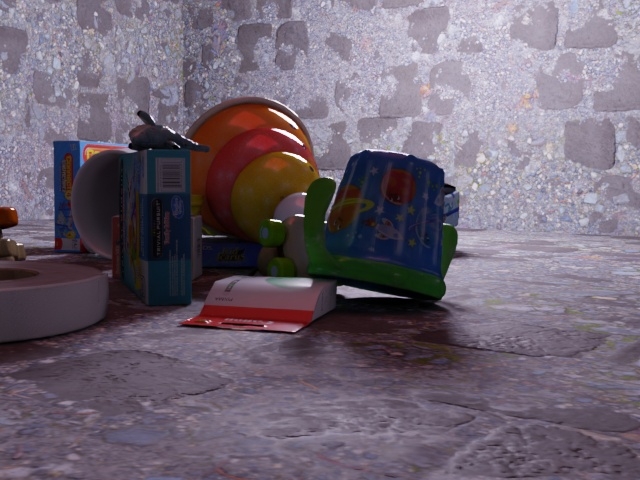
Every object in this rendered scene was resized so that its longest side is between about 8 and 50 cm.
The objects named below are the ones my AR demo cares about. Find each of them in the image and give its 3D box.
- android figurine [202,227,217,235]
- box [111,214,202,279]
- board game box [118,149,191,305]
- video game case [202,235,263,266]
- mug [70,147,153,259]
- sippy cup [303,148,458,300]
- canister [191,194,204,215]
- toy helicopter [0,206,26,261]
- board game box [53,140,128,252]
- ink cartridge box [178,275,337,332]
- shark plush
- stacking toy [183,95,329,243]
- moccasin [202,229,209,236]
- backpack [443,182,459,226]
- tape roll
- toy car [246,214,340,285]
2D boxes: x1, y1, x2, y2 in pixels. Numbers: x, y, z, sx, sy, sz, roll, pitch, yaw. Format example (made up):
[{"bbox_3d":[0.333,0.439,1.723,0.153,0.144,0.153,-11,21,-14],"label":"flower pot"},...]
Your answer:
[{"bbox_3d":[-0.211,-0.120,2.099,0.273,0.248,0.056,46,-1,-34],"label":"android figurine"},{"bbox_3d":[-0.336,0.012,1.733,0.170,0.130,0.091,0,5,3],"label":"box"},{"bbox_3d":[-0.305,-0.032,1.512,0.079,0.254,0.336,-1,4,-21],"label":"board game box"},{"bbox_3d":[-0.204,0.026,2.042,0.269,0.061,0.244,0,3,-4],"label":"video game case"},{"bbox_3d":[-0.473,-0.081,2.211,0.374,0.276,0.328,-36,-7,24],"label":"mug"},{"bbox_3d":[0.111,-0.028,1.421,0.239,0.224,0.305,11,-7,11],"label":"sippy cup"},{"bbox_3d":[-0.320,-0.015,1.832,0.126,0.170,0.073,-2,5,-36],"label":"canister"},{"bbox_3d":[-0.674,0.041,1.570,0.234,0.140,0.355,-10,-3,-18],"label":"toy helicopter"},{"bbox_3d":[-0.630,-0.126,2.385,0.086,0.302,0.308,2,5,19],"label":"board game box"},{"bbox_3d":[-0.088,0.091,1.265,0.180,0.056,0.224,2,3,15],"label":"ink cartridge box"},{"bbox_3d":[-0.279,-0.172,1.523,0.161,0.073,0.067,23,8,-40],"label":"shark plush"},{"bbox_3d":[-0.099,-0.094,1.842,0.350,0.351,0.480,-1,24,-25],"label":"stacking toy"},{"bbox_3d":[-0.154,-0.023,2.281,0.379,0.147,0.139,-1,18,21],"label":"moccasin"},{"bbox_3d":[0.261,-0.073,2.448,0.290,0.274,0.355,1,25,33],"label":"backpack"},{"bbox_3d":[-0.502,0.080,1.183,0.391,0.072,0.392,1,4,0],"label":"tape roll"},{"bbox_3d":[-0.067,0.051,1.574,0.155,0.149,0.188,2,-26,-37],"label":"toy car"}]
